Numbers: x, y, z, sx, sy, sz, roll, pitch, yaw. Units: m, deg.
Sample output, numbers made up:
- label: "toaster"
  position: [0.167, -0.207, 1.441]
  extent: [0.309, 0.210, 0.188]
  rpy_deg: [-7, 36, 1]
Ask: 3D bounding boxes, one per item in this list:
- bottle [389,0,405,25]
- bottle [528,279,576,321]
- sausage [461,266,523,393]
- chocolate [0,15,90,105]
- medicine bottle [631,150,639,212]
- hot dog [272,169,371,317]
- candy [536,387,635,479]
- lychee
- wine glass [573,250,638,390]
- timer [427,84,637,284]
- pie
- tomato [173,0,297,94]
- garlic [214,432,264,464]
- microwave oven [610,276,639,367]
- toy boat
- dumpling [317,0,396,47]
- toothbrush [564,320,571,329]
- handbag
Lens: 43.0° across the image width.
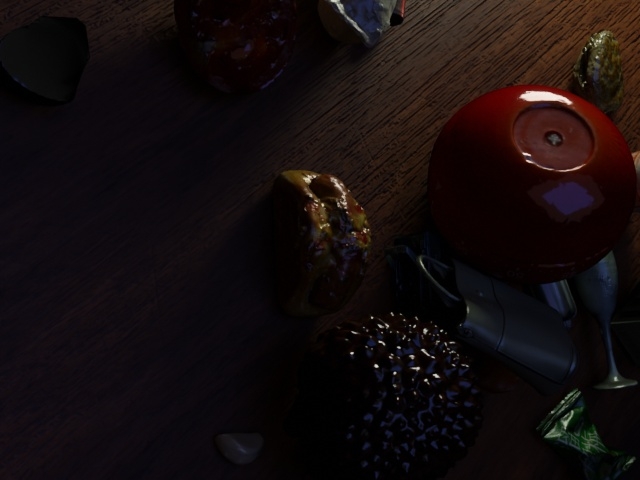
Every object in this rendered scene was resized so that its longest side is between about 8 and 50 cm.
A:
- label: "bottle"
  position: [0.146, -0.508, 1.599]
  extent: [0.060, 0.060, 0.164]
  rpy_deg: [13, 76, -29]
- label: "bottle"
  position: [0.460, 0.046, 1.694]
  extent: [0.096, 0.079, 0.254]
  rpy_deg: [-29, 98, -41]
- label: "sausage"
  position: [0.335, 0.166, 1.573]
  extent: [0.133, 0.133, 0.259]
  rpy_deg: [5, 81, -30]
- label: "chocolate"
  position: [-0.414, -0.262, 1.214]
  extent: [0.148, 0.080, 0.125]
  rpy_deg: [-44, 117, -36]
- label: "medicine bottle"
  position: [0.732, -0.134, 1.784]
  extent: [0.144, 0.252, 0.145]
  rpy_deg: [5, 80, -27]
- label: "hot dog"
  position: [0.000, 0.000, 1.378]
  extent: [0.150, 0.153, 0.257]
  rpy_deg: [1, 82, -31]
- label: "candy"
  position: [0.545, 0.428, 1.692]
  extent: [0.203, 0.078, 0.141]
  rpy_deg: [52, 49, -1]
- label: "lychee"
  position: [0.096, 0.268, 1.308]
  extent: [0.330, 0.306, 0.306]
  rpy_deg: [-8, 86, 8]
- label: "wine glass"
  position: [0.636, 0.152, 1.676]
  extent: [0.096, 0.264, 0.310]
  rpy_deg: [-7, 86, -20]
- label: "timer"
  position: [0.387, -0.108, 1.501]
  extent: [0.377, 0.279, 0.378]
  rpy_deg: [2, 57, -3]
- label: "pie"
  position: [0.649, -0.383, 1.873]
  extent: [0.163, 0.079, 0.194]
  rpy_deg: [30, 69, -33]
- label: "tomato"
  position: [-0.152, -0.371, 1.354]
  extent: [0.200, 0.139, 0.233]
  rpy_deg: [-28, 132, -24]
- label: "garlic"
  position: [-0.127, 0.337, 1.319]
  extent: [0.083, 0.041, 0.053]
  rpy_deg: [3, 40, -36]
- label: "microwave oven"
  position: [0.767, 0.168, 1.832]
  extent: [0.205, 0.129, 0.163]
  rpy_deg: [-45, 104, -28]
- label: "toy boat"
  position: [0.176, 0.099, 1.505]
  extent: [0.103, 0.093, 0.246]
  rpy_deg: [5, 80, -37]
- label: "dumpling"
  position: [0.047, -0.450, 1.490]
  extent: [0.172, 0.142, 0.247]
  rpy_deg: [28, 40, -25]
- label: "toothbrush"
  position: [0.500, 0.052, 1.750]
  extent: [0.024, 0.021, 0.288]
  rpy_deg: [-11, 89, -43]
- label: "handbag"
  position: [0.280, 0.130, 1.397]
  extent: [0.315, 0.241, 0.109]
  rpy_deg: [27, 113, -13]
